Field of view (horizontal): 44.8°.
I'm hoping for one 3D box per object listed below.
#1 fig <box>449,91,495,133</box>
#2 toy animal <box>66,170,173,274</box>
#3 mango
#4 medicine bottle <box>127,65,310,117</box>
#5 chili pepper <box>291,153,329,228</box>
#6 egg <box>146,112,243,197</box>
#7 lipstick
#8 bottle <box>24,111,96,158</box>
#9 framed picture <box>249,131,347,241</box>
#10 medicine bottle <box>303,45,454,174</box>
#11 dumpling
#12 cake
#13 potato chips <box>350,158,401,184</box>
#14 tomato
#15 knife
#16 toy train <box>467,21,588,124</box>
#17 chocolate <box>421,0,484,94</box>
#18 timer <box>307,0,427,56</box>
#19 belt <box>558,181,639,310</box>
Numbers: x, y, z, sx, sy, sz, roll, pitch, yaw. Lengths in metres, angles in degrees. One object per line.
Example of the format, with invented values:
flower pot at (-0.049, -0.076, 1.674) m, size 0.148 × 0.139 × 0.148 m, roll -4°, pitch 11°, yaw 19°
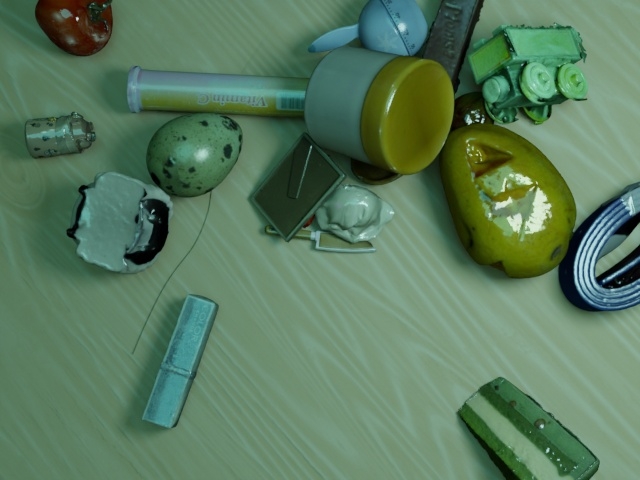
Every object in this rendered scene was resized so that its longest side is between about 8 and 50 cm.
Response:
fig at (0.353, -0.286, 1.751) m, size 0.155 × 0.103 × 0.109 m, roll -34°, pitch 119°, yaw -14°
toy animal at (-0.435, -0.040, 1.703) m, size 0.204 × 0.156 × 0.208 m, roll 16°, pitch 92°, yaw 5°
mango at (0.392, -0.089, 1.667) m, size 0.253 × 0.182 × 0.364 m, roll -35°, pitch 86°, yaw 7°
medicine bottle at (-0.216, -0.331, 1.769) m, size 0.426 × 0.108 × 0.108 m, roll 4°, pitch 82°, yaw 0°
chili pepper at (-0.029, -0.111, 1.753) m, size 0.088 × 0.065 × 0.168 m, roll 4°, pitch 86°, yaw 3°
egg at (-0.274, -0.195, 1.713) m, size 0.228 × 0.177 × 0.177 m, roll -37°, pitch 82°, yaw -16°
lipstick at (-0.302, 0.260, 1.696) m, size 0.078 × 0.076 × 0.289 m, roll 18°, pitch 83°, yaw 5°
bottle at (-0.587, -0.241, 1.772) m, size 0.152 × 0.099 × 0.098 m, roll -9°, pitch 82°, yaw -3°
framed picture at (-0.053, -0.118, 1.721) m, size 0.203 × 0.015 × 0.150 m, roll -49°, pitch 66°, yaw 16°
medicine bottle at (0.123, -0.278, 1.633) m, size 0.232 × 0.238 × 0.237 m, roll 24°, pitch 82°, yaw 40°
dumpling at (0.068, -0.061, 1.722) m, size 0.188 × 0.108 × 0.127 m, roll 17°, pitch 91°, yaw -9°
cake at (0.439, 0.449, 1.666) m, size 0.158 × 0.172 × 0.283 m, roll -37°, pitch 50°, yaw -10°
potato chips at (0.163, -0.209, 1.763) m, size 0.150 × 0.049 × 0.201 m, roll 28°, pitch 85°, yaw 23°
tomato at (-0.563, -0.519, 1.772) m, size 0.152 × 0.187 × 0.187 m, roll 10°, pitch 82°, yaw 25°
knife at (0.000, 0.001, 1.752) m, size 0.256 × 0.022 × 0.046 m, roll 8°, pitch 61°, yaw -1°
toy train at (0.460, -0.365, 1.698) m, size 0.272 × 0.159 × 0.188 m, roll -10°, pitch 80°, yaw -32°
chocolate at (0.289, -0.447, 1.767) m, size 0.112 × 0.112 × 0.321 m, roll 20°, pitch 83°, yaw 7°
timer at (0.121, -0.468, 1.773) m, size 0.256 × 0.175 × 0.175 m, roll -16°, pitch 81°, yaw 29°
belt at (0.678, 0.011, 1.690) m, size 0.347 × 0.117 × 0.212 m, roll -41°, pitch 84°, yaw -3°
